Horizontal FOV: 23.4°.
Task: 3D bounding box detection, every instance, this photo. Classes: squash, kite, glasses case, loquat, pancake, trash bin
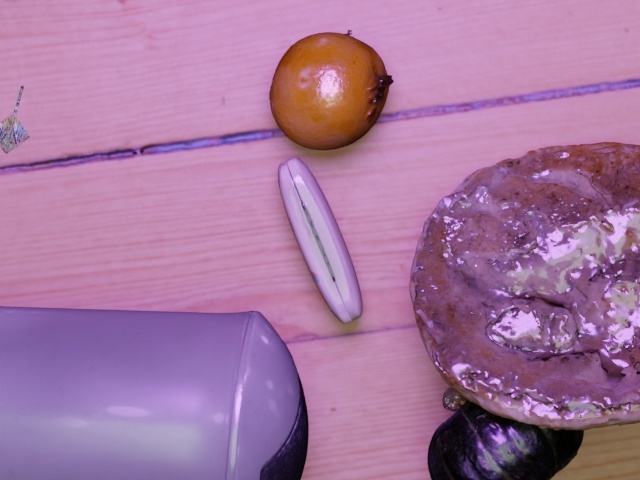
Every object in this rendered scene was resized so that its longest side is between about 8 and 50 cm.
[{"bbox_3d":[0.211,0.229,1.762,0.193,0.193,0.155,-18,75,1],"label":"squash"},{"bbox_3d":[-0.359,-0.140,1.832,0.044,0.002,0.078,36,93,-2],"label":"kite"},{"bbox_3d":[0.000,0.000,1.804,0.051,0.081,0.204,-22,91,2],"label":"glasses case"},{"bbox_3d":[0.010,-0.172,1.767,0.141,0.141,0.141,0,93,0],"label":"loquat"},{"bbox_3d":[0.287,0.044,1.724,0.387,0.082,0.386,-5,59,8],"label":"pancake"},{"bbox_3d":[-0.229,0.206,1.720,0.432,0.280,0.280,4,93,3],"label":"trash bin"}]
